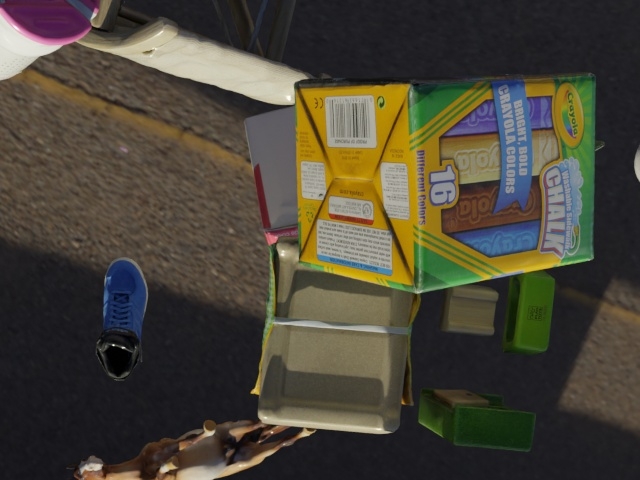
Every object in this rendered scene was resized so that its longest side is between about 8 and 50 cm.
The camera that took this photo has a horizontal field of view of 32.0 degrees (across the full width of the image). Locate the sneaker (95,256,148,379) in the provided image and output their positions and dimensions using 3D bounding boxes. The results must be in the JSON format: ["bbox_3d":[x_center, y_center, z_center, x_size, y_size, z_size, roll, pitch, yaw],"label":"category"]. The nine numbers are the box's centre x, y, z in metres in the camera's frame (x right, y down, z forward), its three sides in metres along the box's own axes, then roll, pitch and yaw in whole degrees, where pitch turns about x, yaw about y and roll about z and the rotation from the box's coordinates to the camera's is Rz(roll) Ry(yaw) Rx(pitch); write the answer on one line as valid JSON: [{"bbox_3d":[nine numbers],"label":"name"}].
[{"bbox_3d":[-0.251,0.102,1.417,0.058,0.084,0.152,5,102,-6],"label":"sneaker"}]

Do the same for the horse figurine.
[{"bbox_3d":[-0.119,0.222,1.204,0.263,0.174,0.066,-10,74,-39],"label":"horse figurine"}]

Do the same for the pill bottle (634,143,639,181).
[{"bbox_3d":[0.536,-0.051,1.461,0.169,0.301,0.169,-6,121,-10],"label":"pill bottle"}]

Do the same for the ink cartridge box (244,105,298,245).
[{"bbox_3d":[0.000,0.000,1.493,0.131,0.226,0.306,-13,136,-1],"label":"ink cartridge box"}]

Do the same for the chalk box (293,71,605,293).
[{"bbox_3d":[0.141,-0.066,1.052,0.289,0.180,0.179,-7,100,-35],"label":"chalk box"}]

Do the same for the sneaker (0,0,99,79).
[{"bbox_3d":[-0.239,-0.205,0.690,0.103,0.111,0.252,-11,72,-50],"label":"sneaker"}]

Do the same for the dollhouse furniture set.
[{"bbox_3d":[0.078,0.107,1.205,0.301,0.151,0.198,7,90,-7],"label":"dollhouse furniture set"}]

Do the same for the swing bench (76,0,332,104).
[{"bbox_3d":[-0.125,-0.267,1.073,0.253,0.165,0.255,10,76,-55],"label":"swing bench"}]
